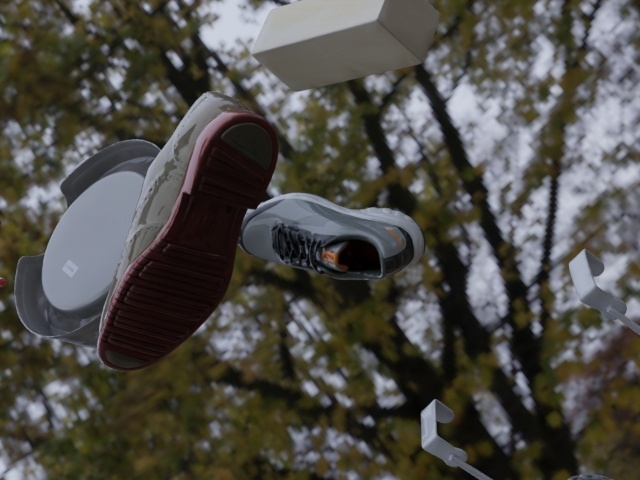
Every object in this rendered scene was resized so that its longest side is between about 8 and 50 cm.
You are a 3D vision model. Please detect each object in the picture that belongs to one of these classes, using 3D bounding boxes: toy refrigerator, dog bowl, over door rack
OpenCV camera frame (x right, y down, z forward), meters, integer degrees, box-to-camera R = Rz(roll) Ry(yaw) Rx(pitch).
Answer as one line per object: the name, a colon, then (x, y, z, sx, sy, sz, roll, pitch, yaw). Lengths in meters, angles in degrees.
toy refrigerator: (0.033, -0.296, 1.918, 0.102, 0.269, 0.094, 37, -117, -33)
dog bowl: (-0.330, 0.015, 2.134, 0.349, 0.349, 0.102, -43, -50, 13)
over door rack: (0.275, 0.205, 1.208, 0.239, 0.324, 0.108, -48, 6, 27)

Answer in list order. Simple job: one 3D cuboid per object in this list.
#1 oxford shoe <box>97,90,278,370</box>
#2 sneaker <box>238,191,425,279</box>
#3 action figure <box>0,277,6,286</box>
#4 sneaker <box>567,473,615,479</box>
oxford shoe: (-0.166, -0.010, 1.566, 0.123, 0.130, 0.348, 23, -75, -36)
sneaker: (0.000, 0.000, 1.823, 0.108, 0.271, 0.100, -40, -51, -54)
action figure: (-0.416, 0.034, 1.536, 0.115, 0.038, 0.030, 16, -11, -10)
sneaker: (0.275, 0.358, 1.545, 0.297, 0.111, 0.129, -7, -55, -31)
